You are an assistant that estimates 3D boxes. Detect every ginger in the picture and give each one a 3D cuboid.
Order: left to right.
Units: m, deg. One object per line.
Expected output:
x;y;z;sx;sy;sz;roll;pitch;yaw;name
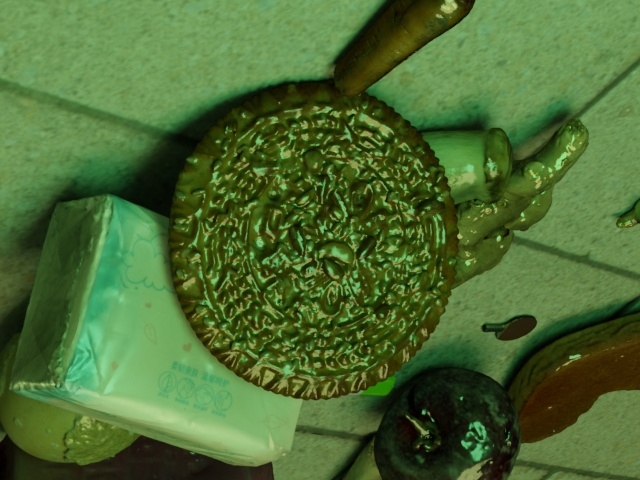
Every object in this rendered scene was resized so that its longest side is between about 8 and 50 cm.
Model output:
0.205;-0.041;1.835;0.259;0.065;0.149;-48;160;25;ginger
0.389;-0.040;1.983;0.097;0.030;0.048;-21;176;1;ginger

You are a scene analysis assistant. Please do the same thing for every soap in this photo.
-0.216;0.260;1.882;0.324;0.220;0.127;3;137;-23;soap

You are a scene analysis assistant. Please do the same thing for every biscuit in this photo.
0.000;0.000;1.599;0.305;0.305;0.038;-7;-175;-24;biscuit
0.375;0.172;2.270;0.277;0.052;0.262;-16;152;-12;biscuit

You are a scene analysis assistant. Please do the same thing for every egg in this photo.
-0.247;0.148;1.741;0.164;0.164;0.201;10;145;-41;egg

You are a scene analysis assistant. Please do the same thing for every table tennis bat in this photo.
0.235;0.110;2.128;0.083;0.007;0.050;3;141;-38;table tennis bat

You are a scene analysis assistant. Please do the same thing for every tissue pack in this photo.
-0.142;0.090;1.630;0.271;0.201;0.124;23;167;-34;tissue pack

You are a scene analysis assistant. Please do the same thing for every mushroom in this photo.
0.047;-0.056;1.705;0.312;0.081;0.100;-11;145;-10;mushroom

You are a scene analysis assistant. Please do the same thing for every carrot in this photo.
0.074;-0.190;1.549;0.055;0.055;0.161;14;139;-44;carrot

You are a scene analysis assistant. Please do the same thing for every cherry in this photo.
0.164;0.247;2.135;0.195;0.195;0.195;-16;147;-11;cherry

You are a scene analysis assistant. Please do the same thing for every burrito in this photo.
0.059;0.331;2.295;0.087;0.060;0.226;0;141;-40;burrito

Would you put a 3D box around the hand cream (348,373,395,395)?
-0.039;0.150;1.994;0.275;0.050;0.079;6;111;-31;hand cream
